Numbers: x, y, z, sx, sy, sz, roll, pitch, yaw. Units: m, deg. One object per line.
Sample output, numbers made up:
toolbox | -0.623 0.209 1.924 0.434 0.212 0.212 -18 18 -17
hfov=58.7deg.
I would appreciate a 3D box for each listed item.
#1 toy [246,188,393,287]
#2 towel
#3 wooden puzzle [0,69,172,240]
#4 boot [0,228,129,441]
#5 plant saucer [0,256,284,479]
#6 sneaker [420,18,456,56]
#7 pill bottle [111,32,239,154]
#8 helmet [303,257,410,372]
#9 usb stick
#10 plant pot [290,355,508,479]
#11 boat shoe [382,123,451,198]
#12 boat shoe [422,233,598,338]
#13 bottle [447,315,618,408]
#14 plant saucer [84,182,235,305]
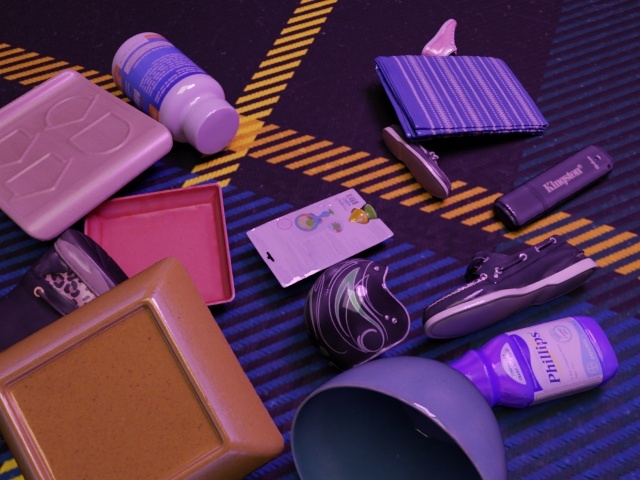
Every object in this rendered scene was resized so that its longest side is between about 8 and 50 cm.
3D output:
toy | 0.000 0.000 1.057 0.237 0.056 0.137 -26 59 -20
towel | 0.297 -0.309 1.219 0.336 0.040 0.243 -6 57 -20
wooden puzzle | -0.514 -0.174 1.136 0.348 0.080 0.322 34 64 25
boot | -0.378 0.206 0.882 0.284 0.138 0.377 -37 90 -5
plant saucer | -0.270 0.233 0.771 0.333 0.081 0.333 -31 82 -7
sneaker | 0.299 -0.460 1.335 0.070 0.051 0.134 33 68 16
pill bottle | -0.296 -0.300 1.181 0.152 0.152 0.272 -38 66 -20
helmet | 0.054 0.114 0.927 0.169 0.169 0.161 -28 79 -15
usb stick | 0.463 -0.108 1.126 0.278 0.045 0.077 -29 62 -16
plant pot | 0.132 0.277 0.789 0.290 0.290 0.195 35 36 19
boat shoe | 0.207 -0.170 1.148 0.065 0.075 0.206 -29 59 -13
boat shoe | 0.307 0.066 0.976 0.340 0.127 0.113 -19 60 -13
bottle | 0.319 0.204 0.910 0.282 0.092 0.118 -12 58 -7
plant saucer | -0.296 0.027 1.046 0.258 0.048 0.259 -10 59 -6
